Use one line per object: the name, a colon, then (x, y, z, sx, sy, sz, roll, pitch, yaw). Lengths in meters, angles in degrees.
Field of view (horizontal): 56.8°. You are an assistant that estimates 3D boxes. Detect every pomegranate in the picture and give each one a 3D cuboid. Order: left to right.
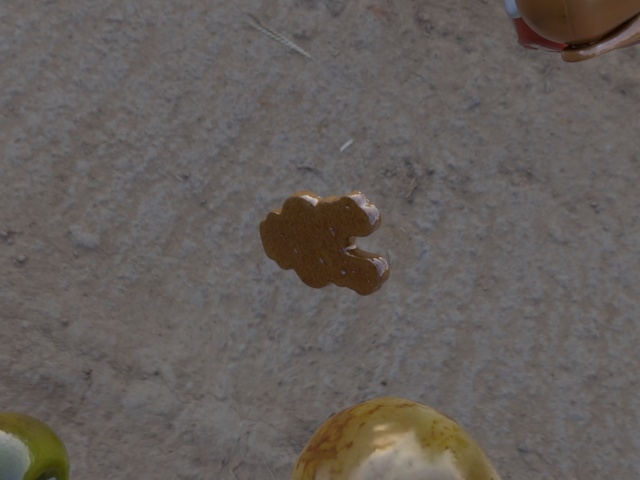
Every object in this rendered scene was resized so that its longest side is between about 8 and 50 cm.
pomegranate: (0.083, 0.282, 0.595, 0.248, 0.248, 0.248, 2, 73, -7)

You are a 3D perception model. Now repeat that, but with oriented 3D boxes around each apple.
apple: (-0.225, 0.166, 0.417, 0.075, 0.089, 0.089, 4, 71, 19)

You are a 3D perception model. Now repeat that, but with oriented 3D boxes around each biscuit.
biscuit: (0.000, 0.000, 1.151, 0.047, 0.334, 0.202, -25, 108, -40)

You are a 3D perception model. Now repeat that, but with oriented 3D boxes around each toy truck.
toy truck: (0.260, -0.277, 0.603, 0.239, 0.265, 0.189, -24, 111, -18)
